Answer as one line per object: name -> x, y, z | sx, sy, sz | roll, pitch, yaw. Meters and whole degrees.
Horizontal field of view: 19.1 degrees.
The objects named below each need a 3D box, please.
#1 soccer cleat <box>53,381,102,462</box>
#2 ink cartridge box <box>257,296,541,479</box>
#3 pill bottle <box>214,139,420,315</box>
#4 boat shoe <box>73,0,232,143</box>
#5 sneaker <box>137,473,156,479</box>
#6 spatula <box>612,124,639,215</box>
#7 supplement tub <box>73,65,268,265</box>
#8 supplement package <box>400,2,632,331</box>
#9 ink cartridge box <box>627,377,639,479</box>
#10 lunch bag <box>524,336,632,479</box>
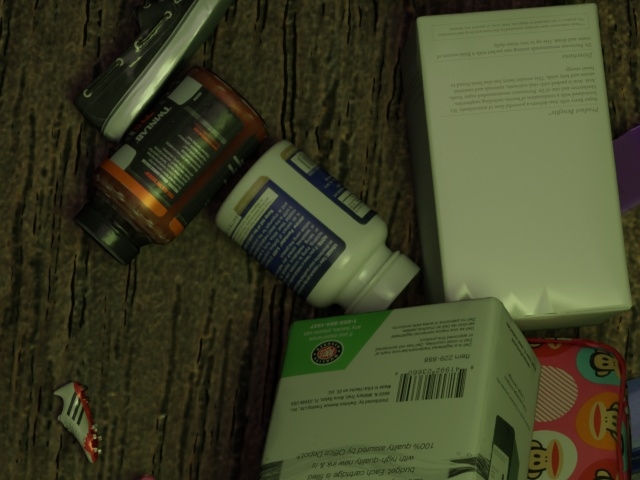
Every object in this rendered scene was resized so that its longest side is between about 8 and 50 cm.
soccer cleat -> -0.238, 0.180, 1.864 | 0.035, 0.029, 0.083 | -17, 80, 5
ink cartridge box -> 0.062, 0.208, 1.655 | 0.211, 0.121, 0.289 | -7, 51, 26
pill bottle -> 0.000, 0.000, 1.852 | 0.187, 0.112, 0.112 | 40, 83, 4
boat shoe -> -0.162, -0.205, 1.898 | 0.076, 0.080, 0.228 | 37, 90, 2
sneaker -> -0.183, 0.310, 1.831 | 0.075, 0.063, 0.170 | 24, 87, 2
spatula -> 0.391, -0.140, 1.917 | 0.296, 0.030, 0.084 | -41, 123, -12
supplement tub -> -0.150, -0.069, 1.861 | 0.106, 0.106, 0.198 | 42, 82, 4
supplement package -> 0.182, -0.061, 1.833 | 0.177, 0.175, 0.293 | -4, 82, -4
ink cartridge box -> 0.240, 0.310, 1.840 | 0.303, 0.072, 0.307 | -15, 85, -3
lunch bag -> 0.159, 0.228, 1.765 | 0.258, 0.120, 0.293 | 1, 54, 9
